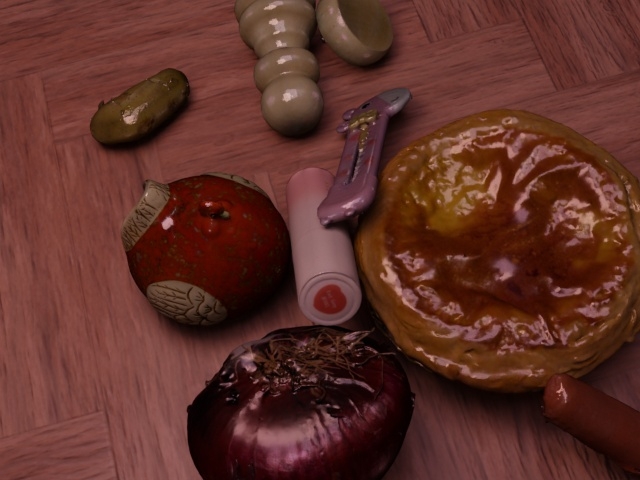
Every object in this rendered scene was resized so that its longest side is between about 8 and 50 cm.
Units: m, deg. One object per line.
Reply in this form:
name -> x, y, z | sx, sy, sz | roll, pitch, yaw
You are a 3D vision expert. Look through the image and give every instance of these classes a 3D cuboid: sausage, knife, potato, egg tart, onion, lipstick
sausage -> 0.429, 0.275, 1.524 | 0.326, 0.079, 0.087 | 31, 21, -6
knife -> 0.063, -0.139, 1.752 | 0.132, 0.038, 0.399 | -22, 26, 21
potato -> -0.293, -0.219, 1.921 | 0.188, 0.085, 0.105 | -40, 42, -21
egg tart -> 0.266, 0.027, 1.671 | 0.443, 0.178, 0.443 | -2, 62, 4
onion -> -0.028, 0.248, 1.537 | 0.314, 0.232, 0.314 | -8, 26, 4
lipstick -> 0.000, 0.000, 1.673 | 0.087, 0.087, 0.327 | -9, 29, 0

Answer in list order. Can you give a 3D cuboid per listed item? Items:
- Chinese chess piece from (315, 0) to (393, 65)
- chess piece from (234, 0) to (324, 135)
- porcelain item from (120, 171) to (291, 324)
Chinese chess piece -> 0.057, -0.362, 1.942 | 0.058, 0.144, 0.144 | -28, 50, 39
chess piece -> -0.059, -0.292, 1.913 | 0.144, 0.144, 0.251 | -9, 64, 0
porcelain item -> -0.167, -0.005, 1.699 | 0.253, 0.253, 0.253 | -2, 60, 4
